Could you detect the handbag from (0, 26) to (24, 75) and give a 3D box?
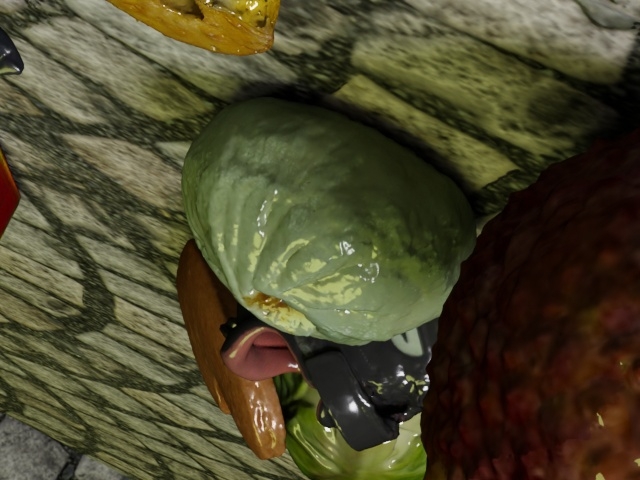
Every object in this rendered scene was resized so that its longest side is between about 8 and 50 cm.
[{"bbox_3d":[-0.329,-0.174,1.131,0.254,0.088,0.211,16,164,43],"label":"handbag"}]

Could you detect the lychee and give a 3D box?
[{"bbox_3d":[0.166,0.077,0.876,0.260,0.260,0.260,24,164,7],"label":"lychee"}]

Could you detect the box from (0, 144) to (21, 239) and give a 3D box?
[{"bbox_3d":[-0.415,-0.092,1.515,0.313,0.089,0.197,25,165,5],"label":"box"}]

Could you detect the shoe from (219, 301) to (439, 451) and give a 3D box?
[{"bbox_3d":[0.049,0.080,1.264,0.291,0.137,0.114,17,163,24],"label":"shoe"}]

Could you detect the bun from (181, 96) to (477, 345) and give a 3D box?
[{"bbox_3d":[0.000,0.000,1.128,0.195,0.118,0.195,21,166,6],"label":"bun"}]

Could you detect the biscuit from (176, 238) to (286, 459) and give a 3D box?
[{"bbox_3d":[-0.076,0.092,1.460,0.036,0.186,0.192,-17,170,-12],"label":"biscuit"}]

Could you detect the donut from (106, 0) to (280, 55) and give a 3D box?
[{"bbox_3d":[-0.070,-0.135,0.936,0.097,0.043,0.108,6,156,48],"label":"donut"}]

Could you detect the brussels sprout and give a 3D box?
[{"bbox_3d":[0.035,0.125,1.433,0.161,0.144,0.181,66,167,-7],"label":"brussels sprout"}]
